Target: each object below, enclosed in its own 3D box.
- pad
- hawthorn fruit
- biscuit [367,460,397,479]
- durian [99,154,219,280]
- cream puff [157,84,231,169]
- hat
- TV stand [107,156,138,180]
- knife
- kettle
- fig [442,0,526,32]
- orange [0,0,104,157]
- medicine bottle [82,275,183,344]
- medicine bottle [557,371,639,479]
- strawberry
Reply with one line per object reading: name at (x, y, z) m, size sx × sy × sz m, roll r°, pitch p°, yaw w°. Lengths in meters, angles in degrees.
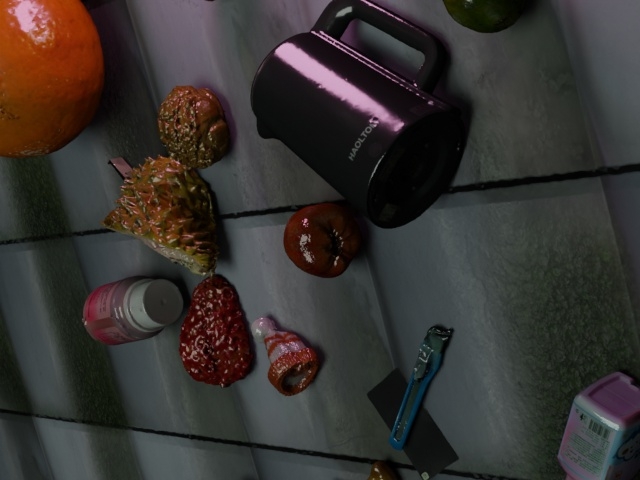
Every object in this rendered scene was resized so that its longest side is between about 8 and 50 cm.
pad at (0.162, 0.331, 1.964) m, size 0.193 × 0.004 × 0.116 m, roll 57°, pitch 138°, yaw 14°
hawthorn fruit at (0.000, 0.000, 1.907) m, size 0.138 × 0.133 × 0.132 m, roll 19°, pitch 122°, yaw 60°
biscuit at (0.098, 0.511, 2.078) m, size 0.208 × 0.047 × 0.164 m, roll -36°, pitch 80°, yaw 49°
durian at (-0.319, -0.074, 2.211) m, size 0.305 × 0.185 × 0.195 m, roll 25°, pitch 86°, yaw 38°
cream puff at (-0.247, -0.212, 2.082) m, size 0.165 × 0.115 × 0.150 m, roll 57°, pitch 142°, yaw 11°
hat at (-0.077, 0.211, 2.125) m, size 0.162 × 0.094 × 0.112 m, roll 58°, pitch 132°, yaw 40°
TV stand at (-0.367, -0.091, 2.327) m, size 0.249 × 0.036 × 0.042 m, roll 47°, pitch 135°, yaw 23°
knife at (0.168, 0.259, 1.904) m, size 0.044 × 0.026 × 0.296 m, roll 30°, pitch 126°, yaw 22°
kettle at (0.054, -0.207, 1.699) m, size 0.308 × 0.203 × 0.262 m, roll 41°, pitch 135°, yaw 32°
fig at (0.209, -0.353, 1.527) m, size 0.156 × 0.123 × 0.123 m, roll 23°, pitch 123°, yaw 54°
orange at (-0.654, -0.369, 2.295) m, size 0.424 × 0.326 × 0.423 m, roll 21°, pitch 122°, yaw 38°
medicine bottle at (-0.406, 0.150, 2.395) m, size 0.247 × 0.147 × 0.147 m, roll -15°, pitch 95°, yaw 49°
medicine bottle at (0.411, 0.297, 1.587) m, size 0.094 × 0.119 × 0.187 m, roll 33°, pitch 128°, yaw 36°
strawberry at (-0.236, 0.194, 2.254) m, size 0.190 × 0.111 × 0.236 m, roll 17°, pitch 118°, yaw 45°
